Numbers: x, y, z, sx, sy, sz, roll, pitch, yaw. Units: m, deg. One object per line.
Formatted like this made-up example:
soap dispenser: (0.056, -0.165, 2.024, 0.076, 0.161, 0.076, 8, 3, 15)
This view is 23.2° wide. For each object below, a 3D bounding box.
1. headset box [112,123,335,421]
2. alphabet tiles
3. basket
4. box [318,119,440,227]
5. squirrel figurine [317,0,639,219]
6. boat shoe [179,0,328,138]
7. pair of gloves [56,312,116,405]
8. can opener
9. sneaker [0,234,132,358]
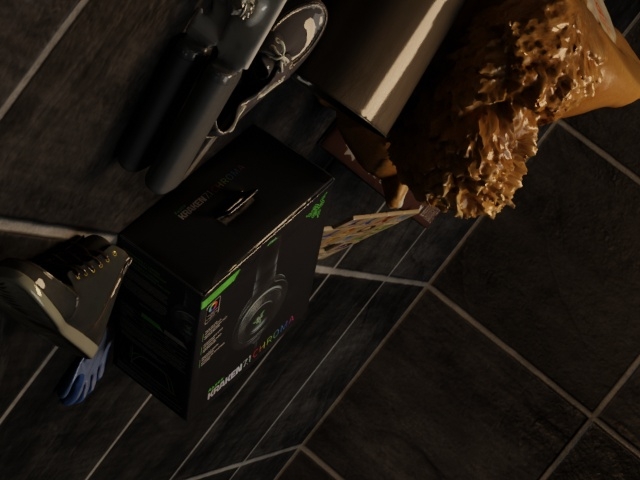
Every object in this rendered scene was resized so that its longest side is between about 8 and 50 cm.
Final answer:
headset box: (-0.118, 0.033, 1.872, 0.246, 0.131, 0.283, -42, 157, -35)
alphabet tiles: (0.000, 0.000, 2.226, 0.198, 0.009, 0.237, -26, 169, 38)
basket: (0.073, -0.251, 1.758, 0.227, 0.154, 0.204, -56, -176, 1)
box: (0.140, -0.148, 2.304, 0.191, 0.143, 0.381, -51, 166, 4)
squirrel figurine: (0.173, -0.190, 1.909, 0.370, 0.281, 0.397, -26, -165, 21)
boat shoe: (-0.057, -0.179, 1.626, 0.206, 0.065, 0.075, -44, 124, -17)
pair of gloves: (-0.257, 0.133, 1.971, 0.198, 0.023, 0.159, -38, 162, -47)
can opener: (-0.106, -0.168, 1.524, 0.280, 0.074, 0.093, -57, 167, 26)
sneaker: (-0.265, 0.032, 1.577, 0.222, 0.083, 0.118, 65, 45, -69)
